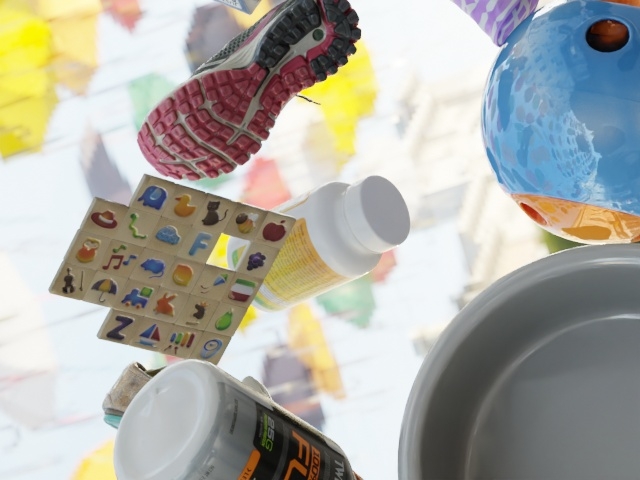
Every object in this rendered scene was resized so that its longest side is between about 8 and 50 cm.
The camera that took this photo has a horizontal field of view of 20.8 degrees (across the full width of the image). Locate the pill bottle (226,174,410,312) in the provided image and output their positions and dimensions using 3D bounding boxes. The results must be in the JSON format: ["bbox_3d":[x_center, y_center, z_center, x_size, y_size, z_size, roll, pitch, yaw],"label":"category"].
[{"bbox_3d":[0.000,0.000,2.376,0.136,0.245,0.136,26,-127,-39],"label":"pill bottle"}]

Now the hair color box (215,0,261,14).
[{"bbox_3d":[-0.144,-0.510,2.560,0.174,0.105,0.347,-56,-29,-17],"label":"hair color box"}]

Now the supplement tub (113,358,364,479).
[{"bbox_3d":[-0.054,0.179,1.325,0.190,0.117,0.117,35,-142,-36],"label":"supplement tub"}]

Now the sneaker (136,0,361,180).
[{"bbox_3d":[-0.081,-0.179,2.030,0.121,0.299,0.112,54,-178,-19],"label":"sneaker"}]

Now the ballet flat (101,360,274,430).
[{"bbox_3d":[-0.128,0.211,2.143,0.106,0.316,0.107,-66,-27,-20],"label":"ballet flat"}]

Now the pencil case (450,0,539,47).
[{"bbox_3d":[0.163,-0.315,2.066,0.206,0.088,0.086,42,-139,23],"label":"pencil case"}]

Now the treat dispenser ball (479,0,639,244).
[{"bbox_3d":[0.322,-0.138,1.947,0.288,0.288,0.288,-17,-90,-71],"label":"treat dispenser ball"}]

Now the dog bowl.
[{"bbox_3d":[0.213,0.160,1.234,0.102,0.348,0.349,48,-151,-67],"label":"dog bowl"}]

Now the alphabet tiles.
[{"bbox_3d":[-0.165,0.032,1.864,0.237,0.198,0.009,16,-158,-35],"label":"alphabet tiles"}]
